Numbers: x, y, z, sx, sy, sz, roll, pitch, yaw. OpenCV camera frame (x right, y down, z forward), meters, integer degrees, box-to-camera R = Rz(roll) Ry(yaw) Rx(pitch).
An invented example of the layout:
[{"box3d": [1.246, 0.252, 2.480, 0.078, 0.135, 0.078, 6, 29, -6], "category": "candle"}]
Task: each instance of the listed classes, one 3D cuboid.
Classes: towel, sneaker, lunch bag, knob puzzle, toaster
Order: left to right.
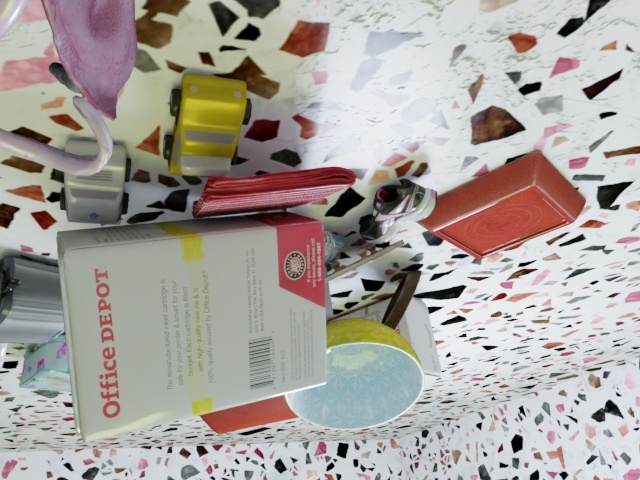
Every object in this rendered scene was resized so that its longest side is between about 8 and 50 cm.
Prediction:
[{"box3d": [-0.550, 0.115, 1.106, 0.227, 0.129, 0.146, -32, 148, 35], "category": "toaster"}, {"box3d": [-0.613, 0.324, 1.513, 0.279, 0.108, 0.224, 19, 148, -39], "category": "lunch bag"}, {"box3d": [-0.081, -0.065, 0.849, 0.198, 0.031, 0.275, -7, 179, -16], "category": "towel"}, {"box3d": [0.000, 0.000, 1.095, 0.082, 0.071, 0.191, -16, 161, 3], "category": "sneaker"}, {"box3d": [0.079, 0.031, 1.134, 0.213, 0.030, 0.213, -26, 177, -2], "category": "knob puzzle"}, {"box3d": [0.118, -0.059, 1.019, 0.077, 0.072, 0.178, 32, 140, -18], "category": "sneaker"}]

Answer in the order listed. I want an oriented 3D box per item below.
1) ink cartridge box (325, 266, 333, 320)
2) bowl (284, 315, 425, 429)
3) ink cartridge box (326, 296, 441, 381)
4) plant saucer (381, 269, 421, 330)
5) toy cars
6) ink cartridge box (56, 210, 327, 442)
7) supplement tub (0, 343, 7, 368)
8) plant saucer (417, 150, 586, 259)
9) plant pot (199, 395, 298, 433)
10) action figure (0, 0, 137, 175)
[{"box3d": [-0.083, 0.115, 1.216, 0.176, 0.127, 0.128, 11, 147, -29], "category": "ink cartridge box"}, {"box3d": [0.064, 0.255, 1.259, 0.289, 0.156, 0.290, -3, 129, -3], "category": "bowl"}, {"box3d": [0.141, 0.279, 1.505, 0.283, 0.207, 0.117, -27, 149, 32], "category": "ink cartridge box"}, {"box3d": [0.176, 0.136, 1.319, 0.029, 0.168, 0.168, 27, 151, 5], "category": "plant saucer"}, {"box3d": [-0.242, -0.092, 0.819, 0.393, 0.087, 0.176, -20, 150, 24], "category": "toy cars"}, {"box3d": [-0.195, 0.111, 0.921, 0.384, 0.279, 0.160, -6, -167, -27], "category": "ink cartridge box"}, {"box3d": [-0.738, 0.189, 1.178, 0.199, 0.144, 0.144, 10, 148, -31], "category": "supplement tub"}, {"box3d": [0.339, -0.044, 1.104, 0.259, 0.048, 0.258, -27, 147, 32], "category": "plant saucer"}, {"box3d": [-0.184, 0.256, 1.351, 0.267, 0.267, 0.236, -17, 140, 19], "category": "plant pot"}, {"box3d": [-0.184, -0.245, 0.366, 0.248, 0.276, 0.370, 17, 159, -28], "category": "action figure"}]
